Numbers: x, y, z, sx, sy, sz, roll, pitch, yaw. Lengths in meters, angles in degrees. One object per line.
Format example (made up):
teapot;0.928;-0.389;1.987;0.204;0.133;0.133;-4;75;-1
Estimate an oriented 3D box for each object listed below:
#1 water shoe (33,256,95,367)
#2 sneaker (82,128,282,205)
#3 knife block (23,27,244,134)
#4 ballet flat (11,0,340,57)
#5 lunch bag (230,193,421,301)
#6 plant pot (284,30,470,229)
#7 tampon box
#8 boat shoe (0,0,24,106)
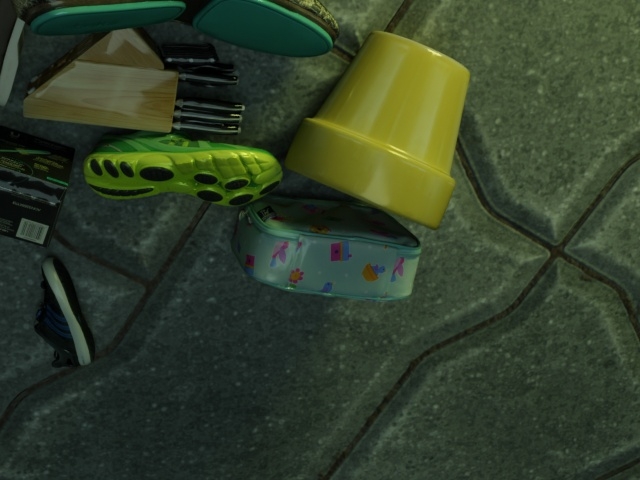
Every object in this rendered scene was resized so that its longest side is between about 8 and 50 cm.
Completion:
water shoe;-0.429;0.125;1.604;0.080;0.073;0.203;-14;117;-1
sneaker;-0.203;-0.127;1.489;0.296;0.123;0.109;4;137;-4
knife block;-0.262;-0.204;1.469;0.276;0.088;0.242;-36;116;6
ballet flat;-0.181;-0.360;1.345;0.483;0.164;0.181;-2;82;-34
lunch bag;0.000;0.000;1.546;0.279;0.224;0.107;8;109;-19
plant pot;0.105;-0.170;1.483;0.254;0.254;0.239;23;93;-20
tampon box;-0.436;-0.082;1.454;0.121;0.161;0.101;18;111;-17
boat shoe;-0.439;-0.343;1.357;0.097;0.116;0.324;14;118;-20
